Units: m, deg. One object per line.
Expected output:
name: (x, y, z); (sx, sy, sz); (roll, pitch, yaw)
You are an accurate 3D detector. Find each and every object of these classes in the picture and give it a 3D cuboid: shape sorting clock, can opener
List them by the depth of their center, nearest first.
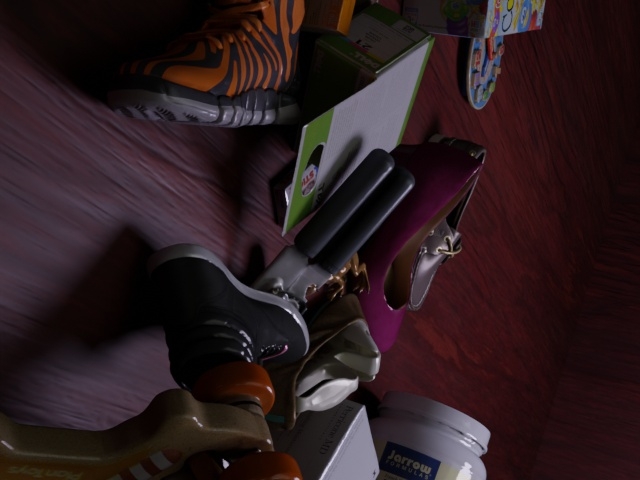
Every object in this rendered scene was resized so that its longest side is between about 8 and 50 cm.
can opener: (0.000, 0.000, 1.156); (0.074, 0.093, 0.280); (37, 103, -24)
shape sorting clock: (0.312, -0.349, 1.718); (0.206, 0.040, 0.206); (-36, 133, -51)

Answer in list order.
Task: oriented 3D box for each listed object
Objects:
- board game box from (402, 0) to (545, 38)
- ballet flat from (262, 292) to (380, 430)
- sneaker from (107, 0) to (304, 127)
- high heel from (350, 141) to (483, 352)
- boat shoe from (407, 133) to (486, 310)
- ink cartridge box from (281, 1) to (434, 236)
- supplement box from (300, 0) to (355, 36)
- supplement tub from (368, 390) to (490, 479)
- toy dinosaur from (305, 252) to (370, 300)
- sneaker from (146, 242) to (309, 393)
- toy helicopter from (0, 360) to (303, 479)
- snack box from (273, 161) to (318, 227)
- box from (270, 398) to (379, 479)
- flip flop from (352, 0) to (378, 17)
board game box: (0.256, -0.409, 1.471); (0.275, 0.144, 0.142); (-25, 125, -56)
ballet flat: (0.008, 0.175, 1.297); (0.342, 0.124, 0.116); (-28, 127, -56)
sneaker: (-0.109, -0.208, 0.926); (0.321, 0.125, 0.180); (-24, 120, -70)
high heel: (0.151, 0.029, 1.434); (0.127, 0.181, 0.377); (-39, 135, -49)
boat shoe: (0.202, -0.026, 1.598); (0.116, 0.097, 0.324); (34, 72, -61)
ink cartridge box: (0.014, -0.153, 1.130); (0.255, 0.097, 0.188); (-39, 157, -37)
supplement box: (-0.012, -0.278, 1.074); (0.036, 0.098, 0.062); (6, 96, -66)
supplement tub: (0.143, 0.445, 1.558); (0.324, 0.235, 0.235); (-66, 151, -19)
toy dinosaur: (0.040, 0.024, 1.353); (0.211, 0.064, 0.112); (-55, 145, -36)
sneaker: (-0.093, 0.127, 1.044); (0.296, 0.105, 0.146); (43, 29, -53)
toy helicopter: (-0.207, 0.218, 0.858); (0.355, 0.140, 0.235); (18, 125, -37)
snack box: (-0.006, -0.089, 1.256); (0.178, 0.022, 0.064); (-47, 140, -43)
box: (-0.011, 0.343, 1.344); (0.181, 0.119, 0.182); (-54, 146, -37)
flip flop: (0.055, -0.316, 1.202); (0.112, 0.080, 0.277); (-65, 151, -21)
